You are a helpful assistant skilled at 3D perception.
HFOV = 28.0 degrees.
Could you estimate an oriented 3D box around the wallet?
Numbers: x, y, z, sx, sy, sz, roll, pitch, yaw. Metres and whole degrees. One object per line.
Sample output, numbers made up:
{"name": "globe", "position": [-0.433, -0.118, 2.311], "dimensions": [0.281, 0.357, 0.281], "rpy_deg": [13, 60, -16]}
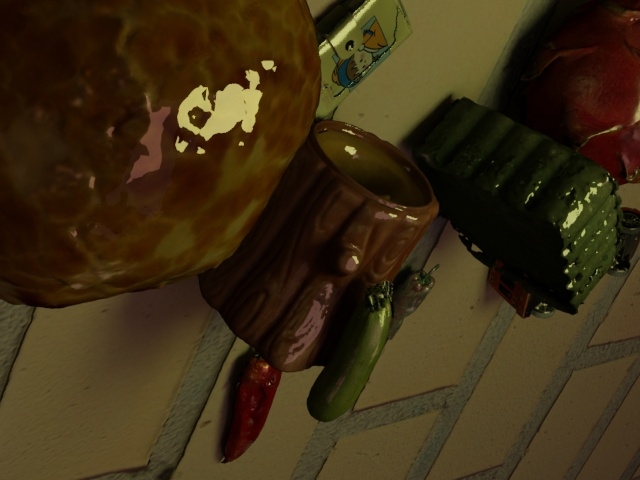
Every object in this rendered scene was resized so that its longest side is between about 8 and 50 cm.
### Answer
{"name": "wallet", "position": [0.030, -0.206, 1.400], "dimensions": [0.155, 0.039, 0.110], "rpy_deg": [-45, 149, -7]}

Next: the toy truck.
{"name": "toy truck", "position": [0.386, 0.018, 1.991], "dimensions": [0.252, 0.114, 0.107], "rpy_deg": [-26, 140, -29]}

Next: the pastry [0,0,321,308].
{"name": "pastry", "position": [-0.170, -0.120, 1.001], "dimensions": [0.388, 0.312, 0.388], "rpy_deg": [-31, 148, -22]}

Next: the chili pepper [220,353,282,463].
{"name": "chili pepper", "position": [-0.088, 0.209, 1.686], "dimensions": [0.059, 0.050, 0.268], "rpy_deg": [-34, 149, -50]}

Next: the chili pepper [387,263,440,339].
{"name": "chili pepper", "position": [0.121, 0.085, 1.814], "dimensions": [0.050, 0.041, 0.153], "rpy_deg": [5, 139, -29]}

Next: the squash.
{"name": "squash", "position": [0.036, 0.122, 1.371], "dimensions": [0.052, 0.052, 0.183], "rpy_deg": [-4, 127, -48]}

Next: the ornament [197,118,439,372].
{"name": "ornament", "position": [0.000, 0.000, 1.404], "dimensions": [0.235, 0.221, 0.218], "rpy_deg": [28, 115, -12]}

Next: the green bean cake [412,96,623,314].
{"name": "green bean cake", "position": [0.253, -0.048, 1.640], "dimensions": [0.132, 0.255, 0.241], "rpy_deg": [-50, 148, -11]}

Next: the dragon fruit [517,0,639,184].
{"name": "dragon fruit", "position": [0.380, -0.189, 1.673], "dimensions": [0.315, 0.250, 0.250], "rpy_deg": [-40, 151, 17]}
